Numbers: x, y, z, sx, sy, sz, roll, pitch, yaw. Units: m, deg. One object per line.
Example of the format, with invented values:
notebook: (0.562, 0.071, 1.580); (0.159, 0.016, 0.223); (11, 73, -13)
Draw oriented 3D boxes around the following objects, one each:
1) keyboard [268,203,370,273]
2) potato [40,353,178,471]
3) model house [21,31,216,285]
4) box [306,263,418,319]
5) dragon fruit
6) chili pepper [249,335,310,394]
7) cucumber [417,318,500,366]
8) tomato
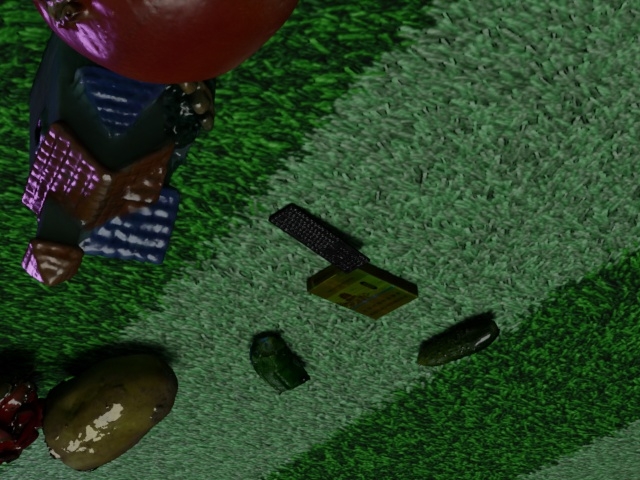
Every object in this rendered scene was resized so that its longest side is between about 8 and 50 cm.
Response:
keyboard: (0.000, 0.000, 1.732); (0.061, 0.013, 0.204); (-30, 130, 33)
potato: (-0.431, 0.346, 2.077); (0.266, 0.229, 0.229); (-29, 140, 19)
model house: (-0.275, -0.094, 1.304); (0.252, 0.329, 0.295); (15, 144, -21)
box: (0.083, 0.095, 1.896); (0.193, 0.030, 0.121); (26, 136, -36)
dragon fruit: (-0.678, 0.358, 2.067); (0.293, 0.233, 0.234); (-38, 136, 21)
chili pepper: (-0.093, 0.274, 2.121); (0.098, 0.061, 0.224); (-16, 147, 9)
cucumber: (0.290, 0.226, 2.086); (0.069, 0.069, 0.227); (25, 139, -37)
tomato: (-0.155, -0.321, 1.017); (0.322, 0.321, 0.321); (-3, 147, -2)
